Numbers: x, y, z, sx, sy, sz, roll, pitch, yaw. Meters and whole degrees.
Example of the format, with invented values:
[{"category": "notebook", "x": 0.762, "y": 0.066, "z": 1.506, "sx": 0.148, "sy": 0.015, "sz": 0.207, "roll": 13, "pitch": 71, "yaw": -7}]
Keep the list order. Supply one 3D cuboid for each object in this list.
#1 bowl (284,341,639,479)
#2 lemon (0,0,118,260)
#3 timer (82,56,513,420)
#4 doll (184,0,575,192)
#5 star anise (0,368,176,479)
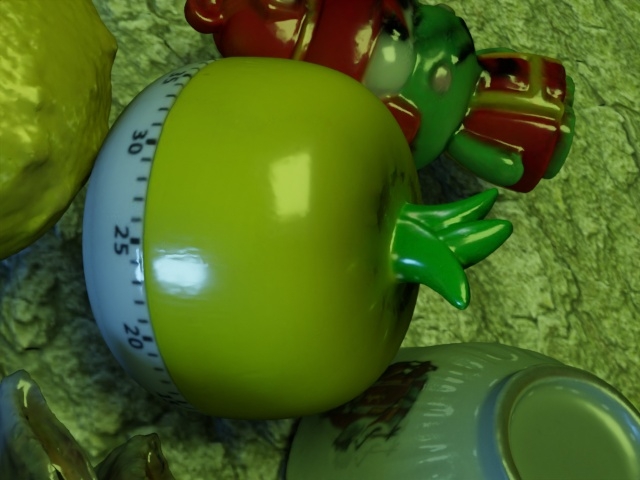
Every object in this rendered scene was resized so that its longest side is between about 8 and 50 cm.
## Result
[{"category": "bowl", "x": 0.154, "y": 0.191, "z": 0.966, "sx": 0.337, "sy": 0.157, "sz": 0.337, "roll": 16, "pitch": 50, "yaw": -19}, {"category": "lemon", "x": -0.262, "y": -0.103, "z": 0.902, "sx": 0.233, "sy": 0.233, "sz": 0.288, "roll": 21, "pitch": 47, "yaw": -16}, {"category": "timer", "x": 0.000, "y": 0.000, "z": 0.906, "sx": 0.285, "sy": 0.285, "sz": 0.285, "roll": 16, "pitch": 51, "yaw": -20}, {"category": "doll", "x": 0.050, "y": -0.146, "z": 1.159, "sx": 0.363, "sy": 0.160, "sz": 0.183, "roll": 21, "pitch": 48, "yaw": -13}, {"category": "star anise", "x": -0.152, "y": 0.236, "z": 0.764, "sx": 0.331, "sy": 0.117, "sz": 0.332, "roll": 39, "pitch": 38, "yaw": -39}]
